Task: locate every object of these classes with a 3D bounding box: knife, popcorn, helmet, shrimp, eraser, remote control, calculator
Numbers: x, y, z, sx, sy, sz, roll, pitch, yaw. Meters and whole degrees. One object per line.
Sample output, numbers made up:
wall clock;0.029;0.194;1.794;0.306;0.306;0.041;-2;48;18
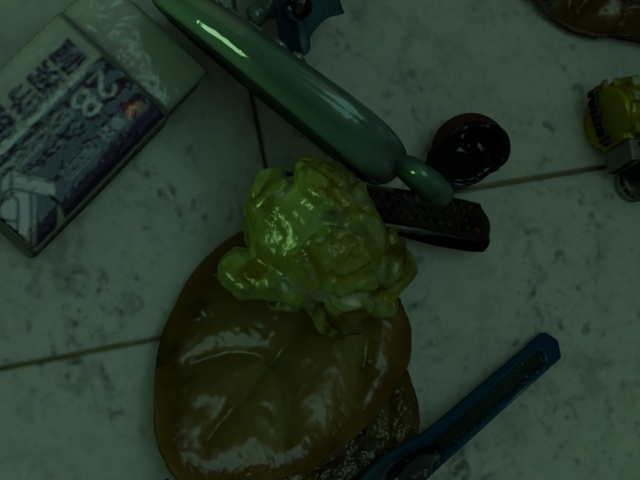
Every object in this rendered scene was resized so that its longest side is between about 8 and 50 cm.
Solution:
knife;0.113;0.167;1.003;0.296;0.026;0.044;-36;93;-26
popcorn;0.000;0.000;0.912;0.162;0.141;0.135;2;46;-2
helmet;0.129;-0.087;1.050;0.084;0.049;0.065;-25;127;5
shrimp;0.309;-0.255;1.127;0.294;0.062;0.154;30;87;-8
eraser;-0.209;-0.102;0.939;0.124;0.068;0.210;42;73;-5
remote control;0.052;-0.026;1.020;0.212;0.028;0.059;9;42;-15
calculator;-0.017;-0.117;0.929;0.299;0.185;0.041;38;90;8

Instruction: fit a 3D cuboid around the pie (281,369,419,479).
pie;0.031;0.180;0.992;0.170;0.034;0.092;-37;92;-24

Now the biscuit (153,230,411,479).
biscuit;-0.037;0.099;0.958;0.203;0.041;0.260;41;65;1

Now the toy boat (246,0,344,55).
toy boat;-0.063;-0.269;0.995;0.098;0.109;0.238;-25;87;1

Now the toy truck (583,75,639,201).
toy truck;0.373;-0.108;1.102;0.227;0.098;0.114;-4;78;-16

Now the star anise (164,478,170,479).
star anise;-0.111;0.307;0.906;0.262;0.081;0.230;-11;96;-20
